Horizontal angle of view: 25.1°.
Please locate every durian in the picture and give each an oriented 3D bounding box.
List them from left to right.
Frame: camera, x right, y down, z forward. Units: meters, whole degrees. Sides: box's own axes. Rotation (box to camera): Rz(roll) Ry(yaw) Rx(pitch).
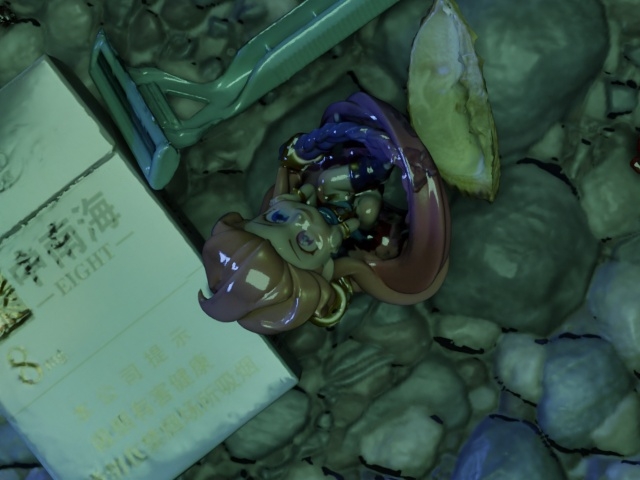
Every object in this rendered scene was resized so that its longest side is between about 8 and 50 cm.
[{"bbox_3d":[0.075,-0.081,0.844,0.052,0.066,0.130,-13,83,2],"label":"durian"}]

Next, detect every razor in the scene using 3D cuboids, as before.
[{"bbox_3d":[0.002,-0.134,0.852,0.278,0.056,0.111,-30,52,-3],"label":"razor"}]

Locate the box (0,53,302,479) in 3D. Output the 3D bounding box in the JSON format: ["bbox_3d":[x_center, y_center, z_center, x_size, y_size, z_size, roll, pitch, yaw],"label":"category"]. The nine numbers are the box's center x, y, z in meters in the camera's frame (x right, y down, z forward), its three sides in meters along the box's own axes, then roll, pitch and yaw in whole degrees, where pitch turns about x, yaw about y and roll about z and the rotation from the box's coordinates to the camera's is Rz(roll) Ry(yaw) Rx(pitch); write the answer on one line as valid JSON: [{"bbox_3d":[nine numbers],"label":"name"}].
[{"bbox_3d":[-0.143,0.031,0.854,0.155,0.067,0.243,-39,92,2],"label":"box"}]

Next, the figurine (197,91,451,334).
[{"bbox_3d":[0.002,0.002,0.821,0.126,0.114,0.157,39,73,15],"label":"figurine"}]

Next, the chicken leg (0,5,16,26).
[{"bbox_3d":[-0.228,-0.141,0.872,0.083,0.021,0.036,27,84,0],"label":"chicken leg"}]

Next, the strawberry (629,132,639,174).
[{"bbox_3d":[0.309,-0.060,0.820,0.228,0.098,0.174,20,93,0],"label":"strawberry"}]
